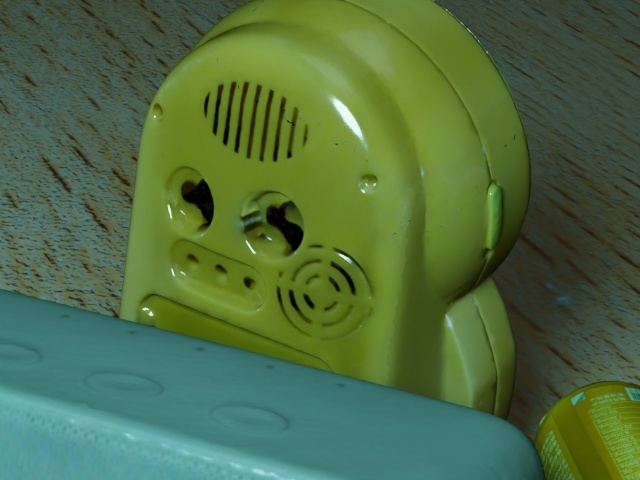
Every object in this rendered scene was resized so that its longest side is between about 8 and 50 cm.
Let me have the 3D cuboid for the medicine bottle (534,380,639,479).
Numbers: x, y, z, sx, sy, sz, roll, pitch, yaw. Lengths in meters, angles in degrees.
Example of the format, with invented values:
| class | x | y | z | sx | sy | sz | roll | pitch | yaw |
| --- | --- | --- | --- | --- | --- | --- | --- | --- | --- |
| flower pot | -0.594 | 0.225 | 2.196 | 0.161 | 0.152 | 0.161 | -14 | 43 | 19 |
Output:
| class | x | y | z | sx | sy | sz | roll | pitch | yaw |
| --- | --- | --- | --- | --- | --- | --- | --- | --- | --- |
| medicine bottle | 0.188 | 0.163 | 1.126 | 0.096 | 0.096 | 0.192 | 3 | 22 | -9 |

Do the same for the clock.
| class | x | y | z | sx | sy | sz | roll | pitch | yaw |
| --- | --- | --- | --- | --- | --- | --- | --- | --- | --- |
| clock | 0.000 | 0.000 | 1.192 | 0.244 | 0.317 | 0.200 | 19 | 31 | 26 |

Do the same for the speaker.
| class | x | y | z | sx | sy | sz | roll | pitch | yaw |
| --- | --- | --- | --- | --- | --- | --- | --- | --- | --- |
| speaker | -0.093 | 0.145 | 0.990 | 0.406 | 0.183 | 0.184 | 14 | 18 | 18 |
